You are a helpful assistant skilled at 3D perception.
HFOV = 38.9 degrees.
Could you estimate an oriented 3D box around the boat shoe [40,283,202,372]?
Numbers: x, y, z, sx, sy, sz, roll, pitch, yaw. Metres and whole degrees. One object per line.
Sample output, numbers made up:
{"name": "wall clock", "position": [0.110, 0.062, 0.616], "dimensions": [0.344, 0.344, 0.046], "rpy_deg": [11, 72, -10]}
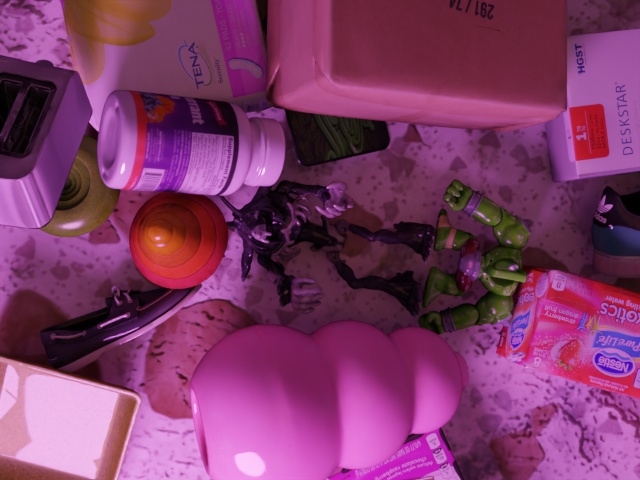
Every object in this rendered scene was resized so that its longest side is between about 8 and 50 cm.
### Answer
{"name": "boat shoe", "position": [-0.243, 0.089, 1.097], "dimensions": [0.206, 0.075, 0.065], "rpy_deg": [-30, 98, -1]}

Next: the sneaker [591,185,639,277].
{"name": "sneaker", "position": [0.498, -0.034, 1.163], "dimensions": [0.302, 0.108, 0.121], "rpy_deg": [-9, 114, -6]}

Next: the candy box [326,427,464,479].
{"name": "candy box", "position": [0.119, 0.362, 1.152], "dimensions": [0.159, 0.071, 0.233], "rpy_deg": [-25, 95, -7]}

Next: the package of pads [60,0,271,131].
{"name": "package of pads", "position": [-0.195, -0.282, 1.082], "dimensions": [0.229, 0.101, 0.296], "rpy_deg": [-14, 93, -8]}

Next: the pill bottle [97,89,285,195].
{"name": "pill bottle", "position": [-0.142, -0.106, 1.017], "dimensions": [0.193, 0.108, 0.108], "rpy_deg": [2, 91, -29]}

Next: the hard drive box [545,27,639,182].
{"name": "hard drive box", "position": [0.412, -0.179, 1.172], "dimensions": [0.232, 0.089, 0.181], "rpy_deg": [-9, 92, -7]}

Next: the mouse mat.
{"name": "mouse mat", "position": [0.011, -0.194, 1.123], "dimensions": [0.152, 0.007, 0.189], "rpy_deg": [-17, 95, -36]}

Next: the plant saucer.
{"name": "plant saucer", "position": [-0.321, 0.223, 1.080], "dimensions": [0.188, 0.045, 0.188], "rpy_deg": [17, 112, -8]}

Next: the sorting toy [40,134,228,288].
{"name": "sorting toy", "position": [-0.283, -0.060, 1.034], "dimensions": [0.365, 0.126, 0.127], "rpy_deg": [26, 87, 3]}

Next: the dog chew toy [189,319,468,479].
{"name": "dog chew toy", "position": [0.018, 0.187, 1.079], "dimensions": [0.332, 0.206, 0.206], "rpy_deg": [-9, 92, -16]}

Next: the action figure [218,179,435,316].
{"name": "action figure", "position": [0.000, 0.000, 1.096], "dimensions": [0.276, 0.141, 0.164], "rpy_deg": [13, 99, -10]}

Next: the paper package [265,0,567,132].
{"name": "paper package", "position": [0.115, -0.294, 1.050], "dimensions": [0.325, 0.168, 0.309], "rpy_deg": [1, 89, -25]}

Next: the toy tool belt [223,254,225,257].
{"name": "toy tool belt", "position": [-0.161, 0.009, 1.124], "dimensions": [0.083, 0.052, 0.051], "rpy_deg": [40, 56, -9]}

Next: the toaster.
{"name": "toaster", "position": [-0.346, -0.105, 0.930], "dimensions": [0.168, 0.110, 0.185], "rpy_deg": [12, 62, 1]}

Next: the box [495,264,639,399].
{"name": "box", "position": [0.371, 0.125, 1.154], "dimensions": [0.257, 0.122, 0.128], "rpy_deg": [16, 89, -7]}

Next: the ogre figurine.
{"name": "ogre figurine", "position": [0.197, 0.034, 1.145], "dimensions": [0.118, 0.097, 0.197], "rpy_deg": [12, 78, 4]}
